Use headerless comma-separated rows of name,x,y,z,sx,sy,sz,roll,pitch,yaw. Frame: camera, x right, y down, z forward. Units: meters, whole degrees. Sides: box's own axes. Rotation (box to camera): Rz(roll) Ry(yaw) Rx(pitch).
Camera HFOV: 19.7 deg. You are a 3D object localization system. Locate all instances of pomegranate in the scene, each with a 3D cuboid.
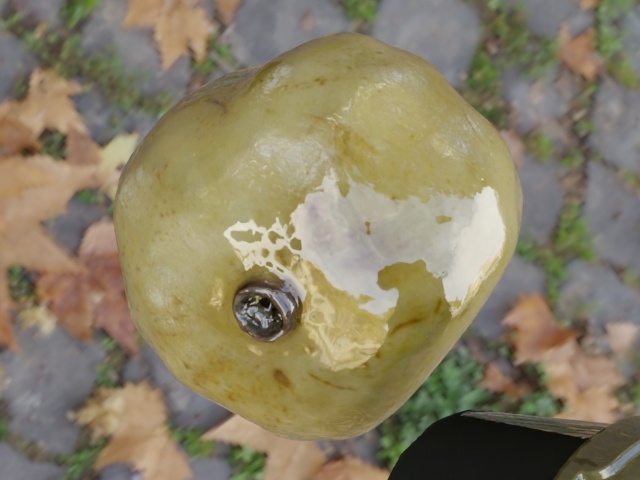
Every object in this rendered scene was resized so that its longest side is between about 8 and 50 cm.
pomegranate,0.000,0.000,1.483,0.333,0.332,0.332,14,60,-25

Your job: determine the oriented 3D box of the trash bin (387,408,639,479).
trash bin,0.195,0.218,1.261,0.214,0.334,0.214,-2,94,-32
